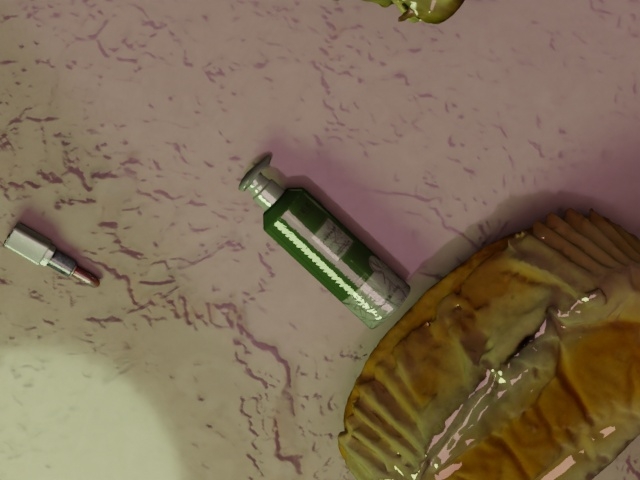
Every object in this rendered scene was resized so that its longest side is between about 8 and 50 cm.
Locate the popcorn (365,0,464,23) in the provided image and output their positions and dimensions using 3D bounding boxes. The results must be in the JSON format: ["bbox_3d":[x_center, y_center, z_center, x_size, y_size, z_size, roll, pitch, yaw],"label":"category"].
[{"bbox_3d":[0.068,-0.361,1.400,0.312,0.312,0.312,1,104,2],"label":"popcorn"}]

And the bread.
[{"bbox_3d":[0.194,0.136,1.597,0.389,0.183,0.236,-38,116,4],"label":"bread"}]

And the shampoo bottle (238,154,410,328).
[{"bbox_3d":[0.000,0.000,1.615,0.204,0.065,0.065,43,102,-8],"label":"shampoo bottle"}]

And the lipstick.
[{"bbox_3d":[-0.277,0.019,1.647,0.107,0.025,0.025,30,104,-12],"label":"lipstick"}]
